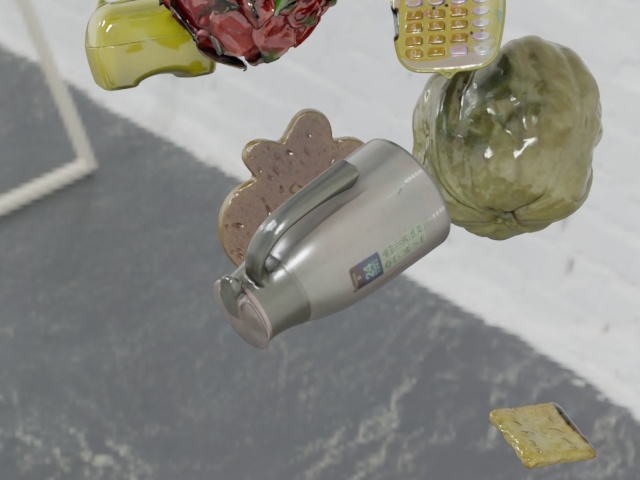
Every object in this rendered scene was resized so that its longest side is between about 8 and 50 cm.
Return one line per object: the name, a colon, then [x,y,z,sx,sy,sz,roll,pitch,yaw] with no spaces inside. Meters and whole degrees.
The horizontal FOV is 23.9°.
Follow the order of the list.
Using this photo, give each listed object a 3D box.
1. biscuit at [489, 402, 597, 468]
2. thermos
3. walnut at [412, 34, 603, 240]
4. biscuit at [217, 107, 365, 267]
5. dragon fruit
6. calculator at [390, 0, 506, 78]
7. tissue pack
biscuit: [0.215,0.189,1.466,0.081,0.018,0.083,-4,34,-25]
thermos: [0.000,0.000,1.201,0.193,0.137,0.105,-35,60,-24]
walnut: [0.268,-0.147,2.185,0.253,0.282,0.276,5,77,-11]
biscuit: [-0.041,-0.060,2.023,0.180,0.236,0.039,37,-1,-19]
dragon fruit: [-0.117,-0.341,1.947,0.293,0.233,0.234,5,29,34]
calculator: [0.173,-0.320,2.046,0.157,0.033,0.236,-1,66,10]
tissue pack: [-0.239,-0.283,2.120,0.178,0.127,0.123,-13,15,-17]
